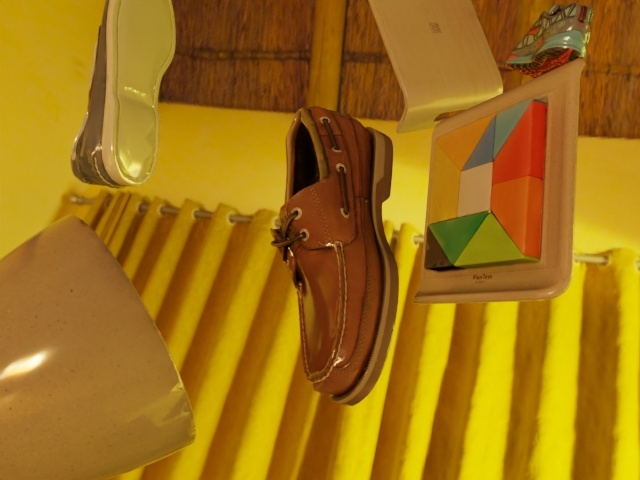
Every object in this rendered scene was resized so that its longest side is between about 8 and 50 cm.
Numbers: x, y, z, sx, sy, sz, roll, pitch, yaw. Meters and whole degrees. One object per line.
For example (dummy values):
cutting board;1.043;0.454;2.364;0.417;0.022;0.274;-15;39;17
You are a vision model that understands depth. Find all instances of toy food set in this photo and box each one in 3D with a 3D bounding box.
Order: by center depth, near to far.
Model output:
toy food set;0.173;-0.346;1.092;0.220;0.306;0.092;-15;-9;-29

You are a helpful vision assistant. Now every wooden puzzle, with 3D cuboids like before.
wooden puzzle;0.172;-0.052;0.654;0.044;0.238;0.221;16;-13;-24

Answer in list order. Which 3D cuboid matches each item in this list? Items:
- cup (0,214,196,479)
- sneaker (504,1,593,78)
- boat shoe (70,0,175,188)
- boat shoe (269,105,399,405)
cup;-0.338;0.166;0.751;0.331;0.237;0.331;39;-35;35
sneaker;0.451;-0.386;1.212;0.104;0.125;0.262;19;4;-10
boat shoe;-0.267;-0.222;0.820;0.099;0.319;0.116;-5;-14;27
boat shoe;0.000;0.000;0.583;0.104;0.307;0.111;24;-45;-24
